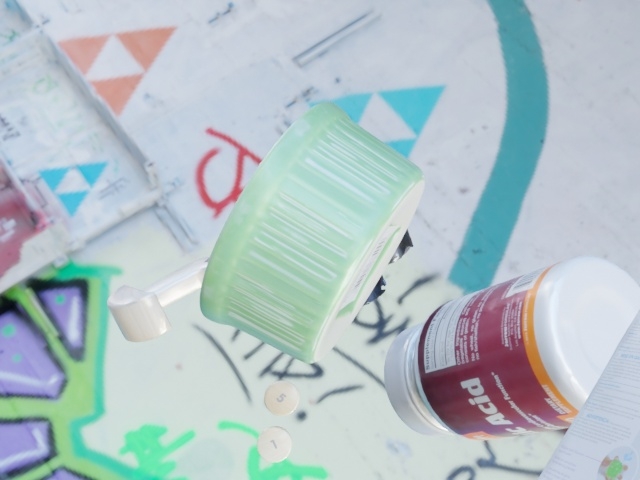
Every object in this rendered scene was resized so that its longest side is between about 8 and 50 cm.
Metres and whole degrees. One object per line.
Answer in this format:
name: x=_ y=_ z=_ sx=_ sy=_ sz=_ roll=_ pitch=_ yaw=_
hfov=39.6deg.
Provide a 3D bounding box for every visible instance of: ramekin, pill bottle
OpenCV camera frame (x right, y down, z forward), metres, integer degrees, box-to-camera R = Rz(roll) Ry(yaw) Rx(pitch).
ramekin: x=0.000 y=0.000 z=1.076 sx=0.148 sy=0.303 sz=0.303 roll=31 pitch=-20 yaw=10
pill bottle: x=0.280 y=0.178 z=1.325 sx=0.224 sy=0.224 sz=0.392 roll=57 pitch=-36 yaw=-3

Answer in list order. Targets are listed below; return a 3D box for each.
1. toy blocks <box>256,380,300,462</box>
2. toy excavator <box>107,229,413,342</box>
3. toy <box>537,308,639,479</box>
toy blocks: x=-0.065 y=0.282 z=1.395 sx=0.148 sy=0.054 sz=0.123 roll=98 pitch=1 yaw=-79
toy excavator: x=-0.111 y=0.031 z=1.634 sx=0.445 sy=0.433 sz=0.222 roll=-10 pitch=-67 yaw=34
toy: x=0.219 y=0.131 z=0.568 sx=0.056 sy=0.237 sz=0.137 roll=41 pitch=-11 yaw=-15
